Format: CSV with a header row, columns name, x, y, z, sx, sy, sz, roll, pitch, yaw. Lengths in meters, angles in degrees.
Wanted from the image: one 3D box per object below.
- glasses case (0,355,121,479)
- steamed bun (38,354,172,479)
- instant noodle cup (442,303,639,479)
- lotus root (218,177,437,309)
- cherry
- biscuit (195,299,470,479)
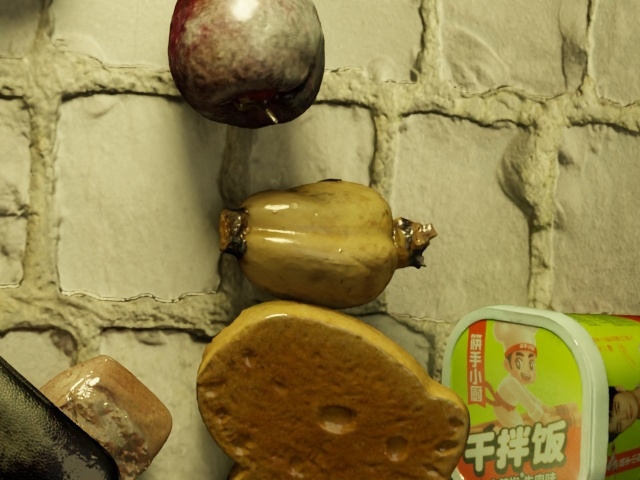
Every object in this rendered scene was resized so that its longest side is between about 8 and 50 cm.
name,x,y,z,sx,sy,sz,roll,pitch,yaw
glasses case,-0.346,0.194,1.838,0.314,0.075,0.122,41,86,-1
steamed bun,-0.258,0.218,1.934,0.175,0.106,0.145,-47,114,-15
instant noodle cup,0.353,0.209,2.242,0.308,0.294,0.293,-3,97,-40
lotus root,0.000,0.000,2.056,0.257,0.140,0.154,8,62,-25
cherry,-0.080,-0.221,1.962,0.195,0.195,0.195,-4,97,-32
biscuit,-0.005,0.227,2.070,0.344,0.057,0.287,32,103,-18
